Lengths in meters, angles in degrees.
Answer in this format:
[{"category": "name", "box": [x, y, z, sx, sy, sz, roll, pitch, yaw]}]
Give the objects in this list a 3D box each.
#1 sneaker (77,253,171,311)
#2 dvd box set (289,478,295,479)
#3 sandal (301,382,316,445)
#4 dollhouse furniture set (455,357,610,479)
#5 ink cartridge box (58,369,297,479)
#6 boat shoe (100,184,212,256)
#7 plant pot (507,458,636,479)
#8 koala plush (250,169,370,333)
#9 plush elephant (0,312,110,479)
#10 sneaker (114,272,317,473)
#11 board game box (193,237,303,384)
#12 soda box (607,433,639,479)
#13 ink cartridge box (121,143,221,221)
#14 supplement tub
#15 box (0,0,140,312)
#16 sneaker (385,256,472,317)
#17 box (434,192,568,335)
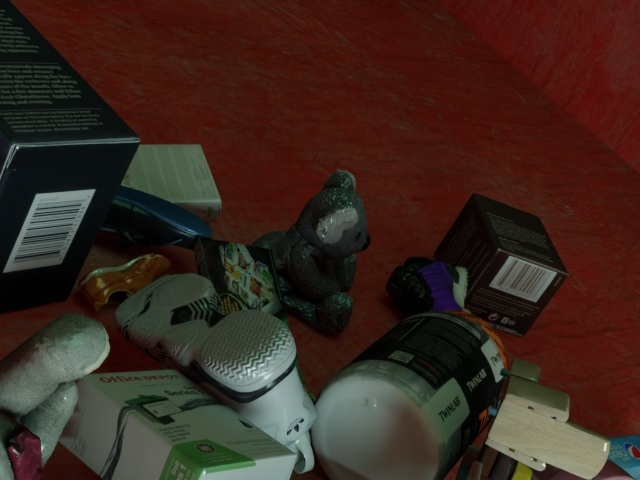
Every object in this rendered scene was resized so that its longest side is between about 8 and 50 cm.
[{"category": "sneaker", "box": [-0.286, 0.066, 1.593, 0.175, 0.064, 0.067, -23, 78, -51]}, {"category": "dvd box set", "box": [0.005, 0.375, 1.223, 0.420, 0.062, 0.307, 17, 12, -13]}, {"category": "sandal", "box": [-0.058, 0.226, 1.510, 0.240, 0.079, 0.088, 15, 32, -27]}, {"category": "dollhouse furniture set", "box": [0.287, 0.271, 1.305, 0.198, 0.286, 0.303, 22, 23, 8]}, {"category": "ink cartridge box", "box": [-0.164, 0.233, 1.205, 0.219, 0.093, 0.160, 28, 13, 35]}, {"category": "boat shoe", "box": [-0.303, -0.031, 1.697, 0.258, 0.089, 0.109, 22, 16, -5]}, {"category": "plant pot", "box": [0.334, 0.375, 1.542, 0.201, 0.201, 0.180, 9, 19, -34]}, {"category": "koala plush", "box": [0.000, 0.000, 1.781, 0.203, 0.221, 0.196, 25, 29, -9]}, {"category": "plush elephant", "box": [-0.314, 0.277, 1.031, 0.255, 0.330, 0.272, 54, 43, -2]}, {"category": "sneaker", "box": [-0.137, 0.179, 1.410, 0.137, 0.210, 0.365, -34, 29, -27]}, {"category": "board game box", "box": [-0.112, 0.115, 1.629, 0.136, 0.030, 0.260, 13, 47, -34]}, {"category": "soda box", "box": [0.480, 0.377, 1.782, 0.210, 0.071, 0.067, 4, 39, -40]}, {"category": "ink cartridge box", "box": [-0.301, -0.101, 1.865, 0.224, 0.056, 0.181, -4, 40, -18]}, {"category": "supplement tub", "box": [0.144, 0.229, 1.562, 0.207, 0.207, 0.338, 38, 30, 14]}, {"category": "box", "box": [-0.484, -0.137, 1.468, 0.395, 0.294, 0.212, 44, 31, 25]}, {"category": "sneaker", "box": [0.183, 0.115, 1.913, 0.146, 0.102, 0.293, 23, 24, -4]}, {"category": "box", "box": [0.350, 0.046, 2.095, 0.168, 0.167, 0.203, 19, 30, -19]}]
